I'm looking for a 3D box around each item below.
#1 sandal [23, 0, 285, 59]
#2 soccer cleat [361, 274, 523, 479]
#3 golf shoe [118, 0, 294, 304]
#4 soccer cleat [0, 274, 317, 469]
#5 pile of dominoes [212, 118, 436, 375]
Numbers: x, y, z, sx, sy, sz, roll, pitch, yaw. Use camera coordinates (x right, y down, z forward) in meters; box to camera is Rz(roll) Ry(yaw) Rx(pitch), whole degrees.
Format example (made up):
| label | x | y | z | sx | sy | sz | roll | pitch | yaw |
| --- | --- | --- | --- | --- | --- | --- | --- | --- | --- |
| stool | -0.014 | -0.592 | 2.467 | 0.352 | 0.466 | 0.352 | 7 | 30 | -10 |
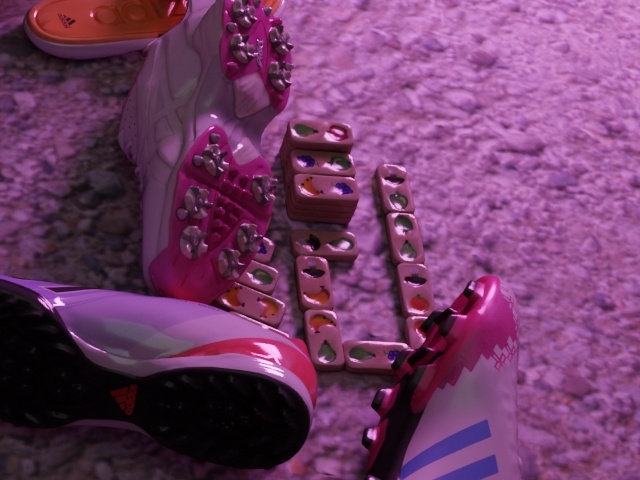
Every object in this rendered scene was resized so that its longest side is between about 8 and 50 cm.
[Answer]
| label | x | y | z | sx | sy | sz | roll | pitch | yaw |
| --- | --- | --- | --- | --- | --- | --- | --- | --- | --- |
| sandal | -0.143 | -0.228 | 1.429 | 0.265 | 0.076 | 0.102 | -16 | 56 | -28 |
| soccer cleat | 0.102 | 0.173 | 1.147 | 0.143 | 0.116 | 0.331 | 35 | 49 | -7 |
| golf shoe | -0.111 | -0.070 | 1.291 | 0.115 | 0.140 | 0.306 | 46 | 43 | -40 |
| soccer cleat | -0.157 | 0.082 | 1.150 | 0.318 | 0.108 | 0.116 | 15 | 25 | -1 |
| pile of dominoes | 0.000 | 0.000 | 1.299 | 0.196 | 0.040 | 0.251 | 4 | 49 | -15 |
